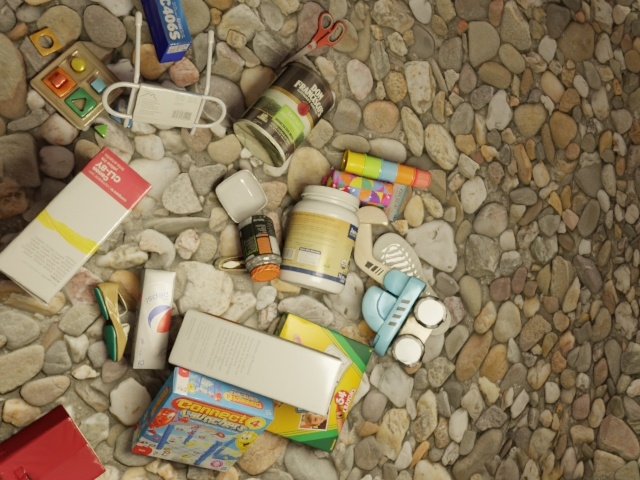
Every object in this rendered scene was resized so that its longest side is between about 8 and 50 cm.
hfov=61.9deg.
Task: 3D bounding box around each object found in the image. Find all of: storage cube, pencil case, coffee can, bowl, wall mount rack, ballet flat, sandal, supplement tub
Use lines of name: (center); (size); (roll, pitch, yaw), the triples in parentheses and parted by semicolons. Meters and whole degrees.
storage cube: (-0.709, 0.571, 1.391); (0.193, 0.215, 0.184); (-34, 102, -29)
pencil case: (0.129, -0.179, 1.830); (0.236, 0.104, 0.105); (13, 83, -14)
coffee can: (-0.116, -0.400, 1.705); (0.201, 0.201, 0.275); (43, 72, -19)
bowl: (-0.258, -0.142, 1.711); (0.142, 0.053, 0.142); (-36, 104, -21)
wall mount rack: (-0.430, -0.449, 1.500); (0.349, 0.304, 0.131); (1, 46, -34)
ballet flat: (-0.254, 0.075, 1.707); (0.168, 0.052, 0.057); (-9, 95, -26)
ballet flat: (-0.585, 0.230, 1.532); (0.073, 0.080, 0.233); (-15, 97, -40)
sandal: (0.319, 0.167, 1.956); (0.169, 0.102, 0.417); (-30, 88, 0)
supplement tub: (0.000, 0.000, 1.735); (0.228, 0.228, 0.317); (18, 81, -24)
supplement tub: (-0.188, 0.026, 1.668); (0.116, 0.117, 0.191); (-1, 61, -26)

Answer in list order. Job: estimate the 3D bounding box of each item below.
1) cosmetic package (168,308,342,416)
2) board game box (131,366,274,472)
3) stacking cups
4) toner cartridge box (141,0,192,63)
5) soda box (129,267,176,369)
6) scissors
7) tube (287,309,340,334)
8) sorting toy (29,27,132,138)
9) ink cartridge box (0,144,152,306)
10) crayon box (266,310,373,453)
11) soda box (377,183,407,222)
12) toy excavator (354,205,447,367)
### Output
cosmetic package: (-0.175, 0.346, 1.543); (0.452, 0.230, 0.162); (19, 80, 3)
board game box: (-0.339, 0.526, 1.539); (0.308, 0.086, 0.302); (23, 121, -23)
stacking cups: (0.236, -0.251, 1.885); (0.315, 0.096, 0.096); (8, 85, -9)
toner cartridge box: (-0.473, -0.719, 1.559); (0.075, 0.165, 0.348); (-18, 97, -26)
soda box: (-0.492, 0.227, 1.564); (0.091, 0.098, 0.287); (8, 84, -26)
scissors: (-0.018, -0.674, 1.857); (0.109, 0.021, 0.297); (41, 71, -21)
tube: (-0.033, 0.308, 1.815); (0.207, 0.052, 0.080); (22, 75, -19)
sorting toy: (-0.684, -0.445, 1.514); (0.348, 0.047, 0.196); (46, 71, -18)
ink cartridge box: (-0.641, -0.037, 1.395); (0.160, 0.279, 0.385); (42, 72, -18)
crayon box: (-0.043, 0.457, 1.734); (0.312, 0.106, 0.363); (25, 82, -15)
soda box: (0.266, -0.159, 1.963); (0.062, 0.058, 0.183); (26, 79, -23)
toy excavator: (0.227, 0.154, 1.821); (0.445, 0.222, 0.433); (30, 89, 13)
